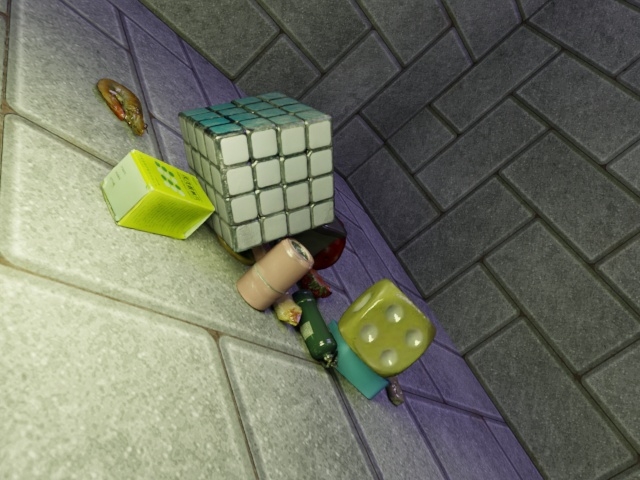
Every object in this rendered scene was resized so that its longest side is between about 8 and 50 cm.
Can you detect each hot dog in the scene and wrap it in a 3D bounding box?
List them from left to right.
[{"bbox_3d":[-0.110,0.205,1.514,0.078,0.061,0.168,-14,52,-26],"label":"hot dog"}]

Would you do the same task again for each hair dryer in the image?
[{"bbox_3d":[-0.165,0.028,1.518,0.125,0.210,0.352,36,18,-38],"label":"hair dryer"}]

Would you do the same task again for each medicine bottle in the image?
[{"bbox_3d":[-0.415,-0.111,1.266,0.137,0.141,0.250,53,15,23],"label":"medicine bottle"}]

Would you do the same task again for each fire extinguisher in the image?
[{"bbox_3d":[-0.011,0.293,1.535,0.093,0.118,0.294,-5,47,-29],"label":"fire extinguisher"}]

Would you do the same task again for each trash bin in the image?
[{"bbox_3d":[-0.074,-0.032,1.847,0.219,0.250,0.219,27,26,-54],"label":"trash bin"}]

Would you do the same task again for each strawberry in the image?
[{"bbox_3d":[-0.024,0.161,1.859,0.146,0.082,0.187,56,9,2],"label":"strawberry"}]

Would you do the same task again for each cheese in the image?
[{"bbox_3d":[0.271,0.536,1.845,0.065,0.043,0.194,45,16,-22],"label":"cheese"}]

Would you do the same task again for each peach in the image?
[{"bbox_3d":[0.000,0.000,2.034,0.200,0.243,0.243,25,28,-46],"label":"peach"}]

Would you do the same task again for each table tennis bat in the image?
[{"bbox_3d":[-0.307,-0.050,1.632,0.320,0.050,0.198,58,18,15],"label":"table tennis bat"}]

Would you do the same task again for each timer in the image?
[{"bbox_3d":[0.115,0.406,1.709,0.232,0.091,0.250,45,4,-15],"label":"timer"}]

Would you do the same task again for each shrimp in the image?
[{"bbox_3d":[-0.638,-0.436,1.579,0.152,0.063,0.287,26,24,-52],"label":"shrimp"}]

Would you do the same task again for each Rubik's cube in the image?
[{"bbox_3d":[-0.181,-0.213,1.425,0.344,0.338,0.343,36,-42,50],"label":"Rubik's cube"}]

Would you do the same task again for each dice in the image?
[{"bbox_3d":[0.211,0.281,1.576,0.233,0.238,0.227,45,2,-3],"label":"dice"}]

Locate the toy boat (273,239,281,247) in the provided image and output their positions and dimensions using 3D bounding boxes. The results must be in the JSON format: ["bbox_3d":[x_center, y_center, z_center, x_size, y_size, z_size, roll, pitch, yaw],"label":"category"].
[{"bbox_3d":[-0.117,0.083,1.657,0.045,0.080,0.228,-87,177,-47],"label":"toy boat"}]
